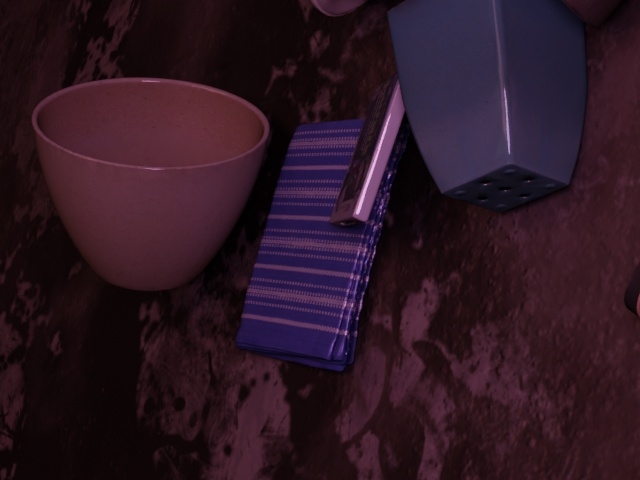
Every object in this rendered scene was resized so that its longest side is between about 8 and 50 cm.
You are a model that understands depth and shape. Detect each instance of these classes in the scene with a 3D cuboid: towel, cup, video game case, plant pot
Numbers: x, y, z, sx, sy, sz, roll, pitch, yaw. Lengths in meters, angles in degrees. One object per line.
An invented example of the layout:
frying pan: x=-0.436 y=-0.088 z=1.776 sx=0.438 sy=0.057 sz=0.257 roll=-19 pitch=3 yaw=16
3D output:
towel: x=0.000 y=0.000 z=1.688 sx=0.243 sy=0.040 sz=0.336 roll=3 pitch=75 yaw=53
cup: x=-0.248 y=-0.068 z=1.824 sx=0.331 sy=0.331 sz=0.237 roll=43 pitch=134 yaw=50
video game case: x=0.062 y=-0.111 z=1.548 sx=0.173 sy=0.022 sz=0.190 roll=171 pitch=119 yaw=-81
plant pot: x=0.195 y=-0.164 z=1.418 sx=0.165 sy=0.166 sz=0.234 roll=-24 pitch=60 yaw=43

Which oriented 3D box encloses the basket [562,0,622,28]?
basket: x=0.325 y=-0.381 z=1.361 sx=0.227 sy=0.154 sz=0.204 roll=-40 pitch=77 yaw=25

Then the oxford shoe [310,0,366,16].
oxford shoe: x=0.145 y=-0.435 z=1.610 sx=0.449 sy=0.169 sz=0.130 roll=-42 pitch=65 yaw=30

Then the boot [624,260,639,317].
boot: x=0.387 y=0.013 z=1.186 sx=0.137 sy=0.077 sz=0.198 roll=41 pitch=119 yaw=46
